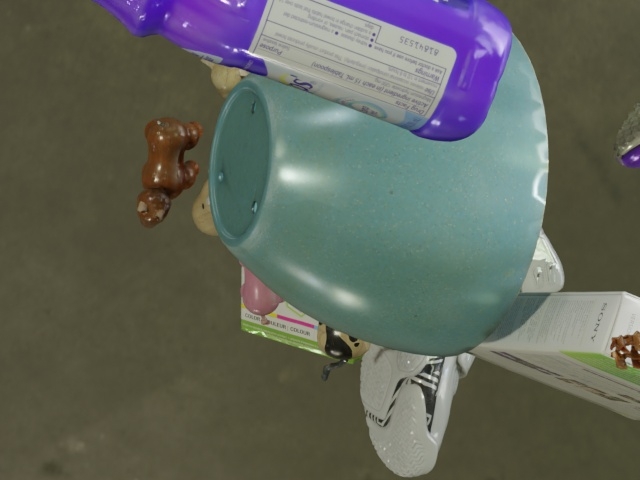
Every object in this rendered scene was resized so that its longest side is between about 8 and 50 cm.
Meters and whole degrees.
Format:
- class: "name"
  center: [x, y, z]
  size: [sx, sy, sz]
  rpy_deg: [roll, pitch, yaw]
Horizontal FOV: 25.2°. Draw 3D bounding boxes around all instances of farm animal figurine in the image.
- class: "farm animal figurine"
  center: [-0.033, -0.051, 1.462]
  size: [0.330, 0.172, 0.327]
  rpy_deg: [36, 110, 0]

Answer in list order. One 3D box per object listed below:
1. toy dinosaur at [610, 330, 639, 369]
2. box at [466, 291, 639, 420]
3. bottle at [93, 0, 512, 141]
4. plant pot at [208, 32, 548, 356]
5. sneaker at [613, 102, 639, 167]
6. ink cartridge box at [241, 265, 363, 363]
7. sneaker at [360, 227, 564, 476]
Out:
- class: "toy dinosaur"
  center: [0.367, 0.109, 0.955]
  size: [0.322, 0.218, 0.164]
  rpy_deg: [-7, 132, 29]
- class: "box"
  center: [0.269, 0.107, 1.247]
  size: [0.232, 0.058, 0.322]
  rpy_deg: [22, 172, -17]
- class: "bottle"
  center: [-0.030, -0.143, 0.861]
  size: [0.282, 0.118, 0.092]
  rpy_deg: [18, 96, -12]
- class: "plant pot"
  center: [0.023, -0.054, 1.166]
  size: [0.195, 0.290, 0.290]
  rpy_deg: [4, 132, -26]
- class: "sneaker"
  center: [0.471, -0.143, 1.585]
  size: [0.293, 0.102, 0.146]
  rpy_deg: [-36, 102, 19]
- class: "ink cartridge box"
  center: [0.000, 0.000, 1.770]
  size: [0.188, 0.097, 0.255]
  rpy_deg: [13, 110, 37]
- class: "sneaker"
  center: [0.169, 0.092, 1.668]
  size: [0.210, 0.366, 0.137]
  rpy_deg: [5, 174, -27]
